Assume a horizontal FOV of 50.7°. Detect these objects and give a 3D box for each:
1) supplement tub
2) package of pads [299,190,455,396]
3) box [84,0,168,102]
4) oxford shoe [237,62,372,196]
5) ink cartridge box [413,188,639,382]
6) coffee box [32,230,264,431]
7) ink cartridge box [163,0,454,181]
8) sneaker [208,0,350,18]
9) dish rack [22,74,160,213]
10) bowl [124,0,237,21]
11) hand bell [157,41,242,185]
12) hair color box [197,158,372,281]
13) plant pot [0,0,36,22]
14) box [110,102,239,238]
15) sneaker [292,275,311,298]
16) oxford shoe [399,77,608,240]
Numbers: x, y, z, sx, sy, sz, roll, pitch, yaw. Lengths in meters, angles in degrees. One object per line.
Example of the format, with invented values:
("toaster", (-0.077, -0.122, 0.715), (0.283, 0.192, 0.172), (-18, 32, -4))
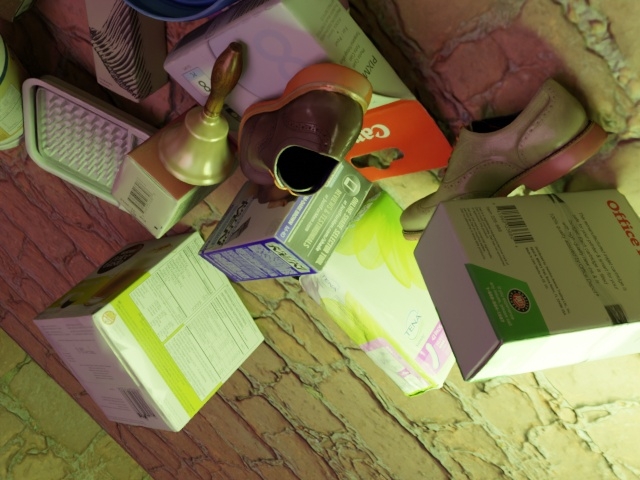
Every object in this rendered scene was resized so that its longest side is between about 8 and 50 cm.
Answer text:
("supplement tub", (-0.736, -0.330, 1.424), (0.228, 0.228, 0.316), (39, 169, 2))
("package of pads", (0.129, 0.095, 1.170), (0.296, 0.229, 0.101), (47, 141, -6))
("box", (-0.348, -0.396, 1.210), (0.113, 0.094, 0.275), (27, 140, 18))
("oxford shoe", (-0.052, -0.127, 0.983), (0.129, 0.133, 0.363), (17, 163, -18))
("ink cartridge box", (0.300, 0.053, 0.893), (0.122, 0.289, 0.211), (109, 151, -51))
("coffee box", (-0.414, 0.215, 1.653), (0.337, 0.334, 0.338), (-8, 119, 45))
("ink cartridge box", (-0.015, -0.197, 1.042), (0.308, 0.091, 0.385), (-7, 136, 49))
("sneaker", (-0.081, -0.334, 1.044), (0.282, 0.102, 0.161), (8, 134, 35))
("dish rack", (-0.483, -0.209, 1.480), (0.332, 0.072, 0.286), (26, 142, -2))
("bowl", (-0.194, -0.502, 0.914), (0.391, 0.077, 0.392), (15, 116, 32))
("hand bell", (-0.157, -0.198, 0.993), (0.126, 0.126, 0.242), (40, 144, 2))
("hair color box", (-0.075, -0.034, 1.189), (0.110, 0.185, 0.338), (40, 156, -22))
("plant pot", (-0.649, -0.530, 1.273), (0.230, 0.215, 0.215), (39, 144, -20))
("box", (-0.255, -0.141, 1.264), (0.127, 0.232, 0.148), (43, 142, -2))
("sneaker", (-0.012, 0.071, 1.352), (0.216, 0.121, 0.079), (-9, 119, 44))
("oxford shoe", (0.232, -0.111, 0.988), (0.348, 0.123, 0.130), (-33, 99, 40))
